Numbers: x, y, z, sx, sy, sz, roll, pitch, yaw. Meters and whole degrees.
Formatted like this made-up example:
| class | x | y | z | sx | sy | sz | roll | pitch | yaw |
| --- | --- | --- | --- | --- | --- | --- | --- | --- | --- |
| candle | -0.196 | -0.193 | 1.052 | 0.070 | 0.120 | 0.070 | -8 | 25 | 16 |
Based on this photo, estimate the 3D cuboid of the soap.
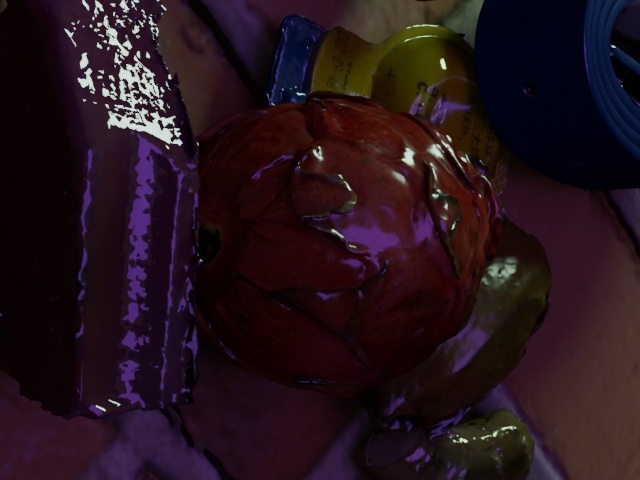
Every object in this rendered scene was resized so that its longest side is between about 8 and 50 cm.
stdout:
| class | x | y | z | sx | sy | sz | roll | pitch | yaw |
| --- | --- | --- | --- | --- | --- | --- | --- | --- | --- |
| soap | -0.161 | -0.038 | 1.117 | 0.112 | 0.182 | 0.289 | -2 | 98 | -38 |

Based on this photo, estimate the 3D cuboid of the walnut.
| class | x | y | z | sx | sy | sz | roll | pitch | yaw |
| --- | --- | --- | --- | --- | --- | --- | --- | --- | --- |
| walnut | 0.110 | 0.068 | 1.383 | 0.245 | 0.137 | 0.137 | -41 | 116 | -35 |

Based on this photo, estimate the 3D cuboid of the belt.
| class | x | y | z | sx | sy | sz | roll | pitch | yaw |
| --- | --- | --- | --- | --- | --- | --- | --- | --- | --- |
| belt | 0.270 | -0.152 | 1.474 | 0.347 | 0.117 | 0.212 | 7 | 81 | -52 |

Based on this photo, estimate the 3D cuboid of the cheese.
| class | x | y | z | sx | sy | sz | roll | pitch | yaw |
| --- | --- | --- | --- | --- | --- | --- | --- | --- | --- |
| cheese | 0.066 | -0.106 | 1.374 | 0.270 | 0.069 | 0.177 | 20 | 79 | -38 |

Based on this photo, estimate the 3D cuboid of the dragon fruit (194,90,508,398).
| class | x | y | z | sx | sy | sz | roll | pitch | yaw |
| --- | --- | --- | --- | --- | --- | --- | --- | --- | --- |
| dragon fruit | 0.010 | 0.002 | 1.226 | 0.252 | 0.241 | 0.241 | -25 | 108 | -58 |

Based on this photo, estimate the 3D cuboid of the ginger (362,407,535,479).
| class | x | y | z | sx | sy | sz | roll | pitch | yaw |
| --- | --- | --- | --- | --- | --- | --- | --- | --- | --- |
| ginger | 0.114 | 0.190 | 1.424 | 0.190 | 0.069 | 0.095 | -6 | 73 | -39 |
